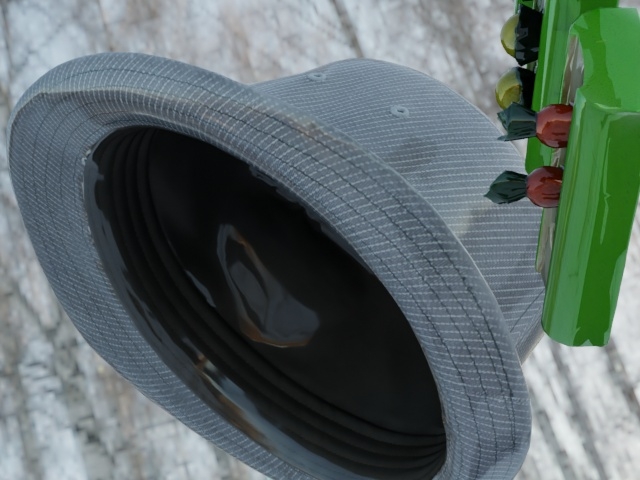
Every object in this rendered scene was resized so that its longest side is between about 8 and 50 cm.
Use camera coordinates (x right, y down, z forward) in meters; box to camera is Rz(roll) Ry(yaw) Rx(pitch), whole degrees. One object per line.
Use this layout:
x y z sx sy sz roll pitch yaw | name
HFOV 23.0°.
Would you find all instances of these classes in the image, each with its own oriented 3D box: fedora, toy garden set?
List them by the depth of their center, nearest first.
0.067 -0.124 0.503 0.049 0.244 0.203 0 -40 1 | toy garden set
0.000 0.000 0.707 0.124 0.275 0.243 -41 -49 -32 | fedora

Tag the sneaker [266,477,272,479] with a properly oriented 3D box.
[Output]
0.011 0.220 1.052 0.094 0.151 0.256 -13 -39 -45 | sneaker
